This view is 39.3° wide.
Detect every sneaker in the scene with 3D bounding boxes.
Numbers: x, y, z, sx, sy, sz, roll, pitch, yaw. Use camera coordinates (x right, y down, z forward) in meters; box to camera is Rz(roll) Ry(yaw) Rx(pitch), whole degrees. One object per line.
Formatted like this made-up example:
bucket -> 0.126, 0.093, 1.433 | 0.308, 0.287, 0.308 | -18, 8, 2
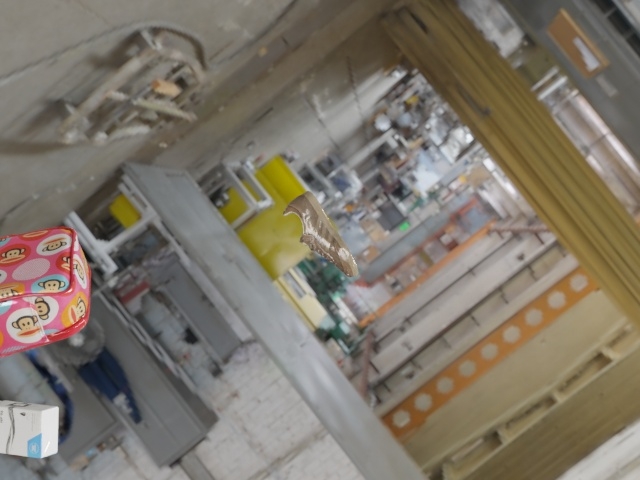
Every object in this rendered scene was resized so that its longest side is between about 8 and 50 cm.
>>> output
sneaker -> 0.000, 0.000, 1.716 | 0.071, 0.188, 0.066 | -32, 176, -3

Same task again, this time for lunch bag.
lunch bag -> -0.535, 0.077, 1.491 | 0.293, 0.120, 0.258 | -13, -145, -5

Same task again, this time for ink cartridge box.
ink cartridge box -> -0.664, 0.409, 1.951 | 0.180, 0.104, 0.060 | 2, -179, 19
